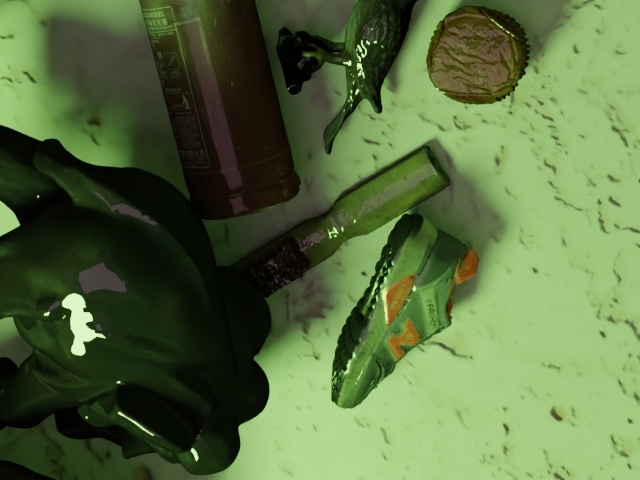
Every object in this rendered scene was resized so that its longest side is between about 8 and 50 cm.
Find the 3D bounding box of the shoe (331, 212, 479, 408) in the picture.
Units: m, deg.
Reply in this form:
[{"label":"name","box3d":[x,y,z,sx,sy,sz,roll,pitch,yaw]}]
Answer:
[{"label":"shoe","box3d":[0.069,0.070,1.602,0.077,0.074,0.194,20,116,-9]}]

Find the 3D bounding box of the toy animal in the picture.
[{"label":"toy animal","box3d":[0.041,-0.169,1.539,0.105,0.070,0.202,41,107,-12]}]

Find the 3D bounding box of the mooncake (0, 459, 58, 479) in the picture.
[{"label":"mooncake","box3d":[-0.315,0.365,1.630,0.212,0.381,0.351,22,105,46]}]

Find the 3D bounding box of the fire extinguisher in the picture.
[{"label":"fire extinguisher","box3d":[-0.088,-0.156,1.544,0.105,0.105,0.269,-8,105,16]}]

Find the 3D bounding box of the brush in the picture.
[{"label":"brush","box3d":[0.000,0.000,1.613,0.248,0.036,0.043,-30,108,21]}]

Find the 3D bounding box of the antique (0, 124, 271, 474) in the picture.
[{"label":"antique","box3d":[-0.184,0.062,1.571,0.255,0.185,0.322,8,133,25]}]

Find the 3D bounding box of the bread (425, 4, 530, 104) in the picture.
[{"label":"bread","box3d":[0.126,-0.149,1.520,0.085,0.053,0.085,1,97,10]}]
